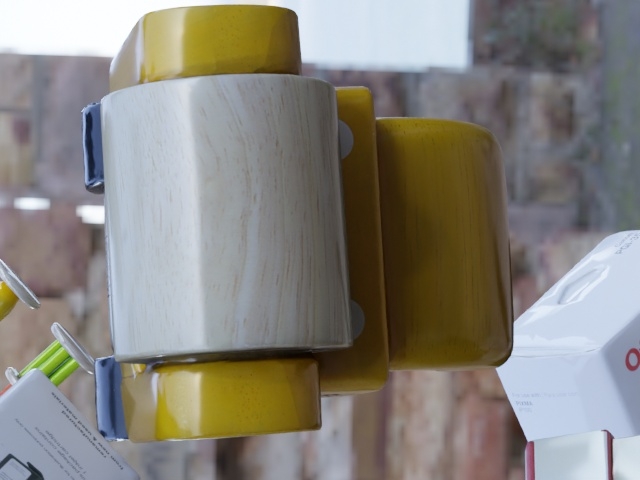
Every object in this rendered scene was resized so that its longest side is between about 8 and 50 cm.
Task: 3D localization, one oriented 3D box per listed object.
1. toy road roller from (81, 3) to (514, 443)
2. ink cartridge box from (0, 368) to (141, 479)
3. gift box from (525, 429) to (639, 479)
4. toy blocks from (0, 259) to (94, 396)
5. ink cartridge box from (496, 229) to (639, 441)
[{"bbox_3d":[0.000,0.000,1.070,0.329,0.240,0.203,148,119,-79],"label":"toy road roller"},{"bbox_3d":[-0.190,0.164,0.941,0.148,0.086,0.203,-42,3,22],"label":"ink cartridge box"},{"bbox_3d":[0.226,0.245,1.017,0.255,0.258,0.276,51,-143,-47],"label":"gift box"},{"bbox_3d":[-0.267,0.107,1.561,0.123,0.148,0.054,48,179,-1],"label":"toy blocks"},{"bbox_3d":[0.283,0.157,1.633,0.207,0.117,0.283,-39,-68,-39],"label":"ink cartridge box"}]
